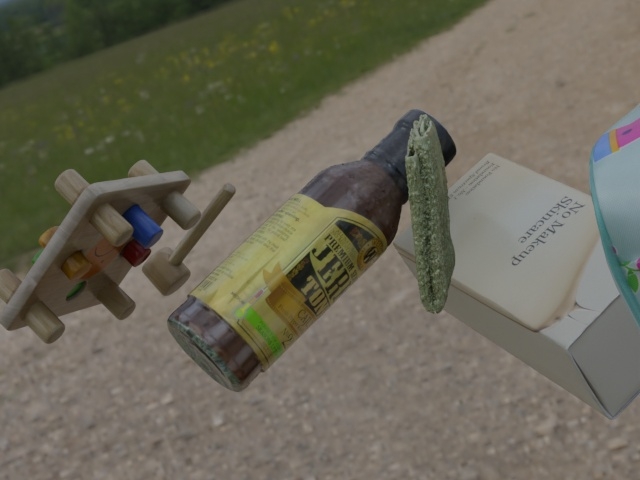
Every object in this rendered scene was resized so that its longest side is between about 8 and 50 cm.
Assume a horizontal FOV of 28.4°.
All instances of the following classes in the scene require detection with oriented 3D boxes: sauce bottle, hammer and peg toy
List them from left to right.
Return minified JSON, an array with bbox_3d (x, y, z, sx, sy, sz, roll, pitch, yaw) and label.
[{"bbox_3d":[-0.290,-0.002,1.833,0.266,0.127,0.361,-53,-14,22],"label":"hammer and peg toy"},{"bbox_3d":[0.000,0.000,1.283,0.344,0.111,0.111,-45,19,-14],"label":"sauce bottle"}]

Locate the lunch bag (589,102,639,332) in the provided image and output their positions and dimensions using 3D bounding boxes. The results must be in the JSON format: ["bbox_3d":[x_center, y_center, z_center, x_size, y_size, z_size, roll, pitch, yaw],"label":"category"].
[{"bbox_3d":[0.259,0.027,0.674,0.108,0.279,0.224,-24,5,37],"label":"lunch bag"}]

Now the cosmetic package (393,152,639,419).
[{"bbox_3d":[0.229,0.035,1.285,0.160,0.113,0.309,-43,32,-10],"label":"cosmetic package"}]

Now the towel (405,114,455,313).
[{"bbox_3d":[0.090,-0.024,1.031,0.027,0.148,0.110,-4,18,10],"label":"towel"}]
